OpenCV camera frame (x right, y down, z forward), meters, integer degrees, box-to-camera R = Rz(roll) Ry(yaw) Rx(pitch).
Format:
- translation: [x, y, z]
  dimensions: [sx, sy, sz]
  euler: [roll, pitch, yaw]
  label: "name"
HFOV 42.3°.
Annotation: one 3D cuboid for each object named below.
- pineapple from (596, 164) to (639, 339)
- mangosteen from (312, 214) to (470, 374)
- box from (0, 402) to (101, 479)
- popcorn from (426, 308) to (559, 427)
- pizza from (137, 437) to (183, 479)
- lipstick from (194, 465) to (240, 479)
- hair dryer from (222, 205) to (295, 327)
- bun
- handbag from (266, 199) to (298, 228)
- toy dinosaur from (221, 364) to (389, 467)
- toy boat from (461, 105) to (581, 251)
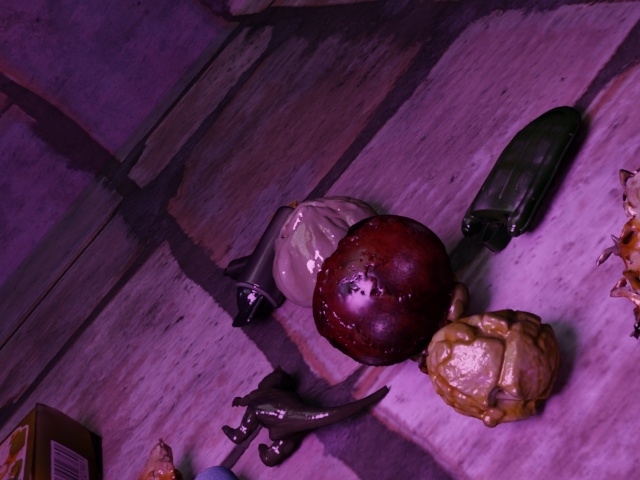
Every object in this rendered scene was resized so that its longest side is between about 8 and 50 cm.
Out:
- translation: [0.339, -0.013, 0.679]
  dimensions: [0.186, 0.114, 0.236]
  euler: [-1, 62, 57]
  label: "pineapple"
- translation: [0.084, 0.063, 0.893]
  dimensions: [0.166, 0.180, 0.166]
  euler: [-58, -2, -3]
  label: "mangosteen"
- translation: [-0.503, 0.501, 1.224]
  dimensions: [0.420, 0.138, 0.373]
  euler: [-46, 26, 4]
  label: "box"
- translation: [0.162, 0.117, 0.766]
  dimensions: [0.116, 0.121, 0.106]
  euler: [128, 130, -60]
  label: "popcorn"
- translation: [-0.208, 0.370, 1.032]
  dimensions: [0.147, 0.069, 0.226]
  euler: [-63, 17, 20]
  label: "pizza"
- translation: [-0.075, 0.326, 0.878]
  dimensions: [0.068, 0.061, 0.274]
  euler: [-49, 25, -7]
  label: "lipstick"
- translation: [-0.115, 0.060, 1.328]
  dimensions: [0.195, 0.078, 0.248]
  euler: [-60, 18, -22]
  label: "hair dryer"
- translation: [0.000, 0.000, 1.150]
  dimensions: [0.183, 0.102, 0.183]
  euler: [-25, 41, 24]
  label: "bun"
- translation: [-0.062, -0.027, 1.393]
  dimensions: [0.061, 0.027, 0.083]
  euler: [-31, 29, 34]
  label: "handbag"
- translation: [-0.031, 0.176, 0.992]
  dimensions: [0.179, 0.087, 0.187]
  euler: [-46, 27, 7]
  label: "toy dinosaur"
- translation: [0.239, -0.081, 0.970]
  dimensions: [0.104, 0.052, 0.210]
  euler: [-4, 49, 59]
  label: "toy boat"
